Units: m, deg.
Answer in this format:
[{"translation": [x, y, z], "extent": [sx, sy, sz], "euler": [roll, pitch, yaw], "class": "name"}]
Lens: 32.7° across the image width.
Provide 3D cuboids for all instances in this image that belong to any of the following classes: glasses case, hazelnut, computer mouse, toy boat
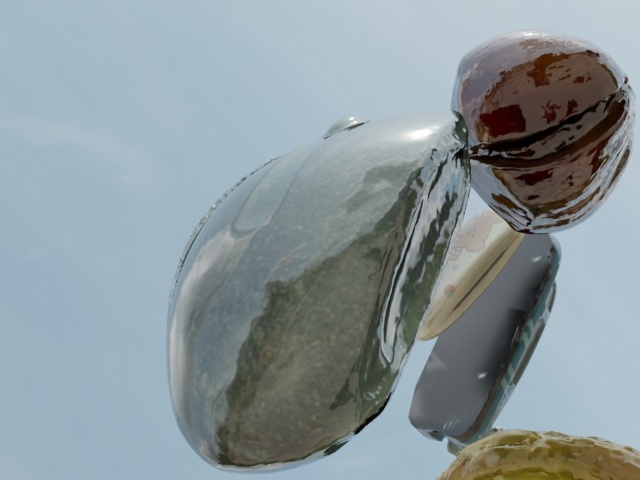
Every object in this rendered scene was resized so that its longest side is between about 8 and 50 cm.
[{"translation": [0.167, 0.038, 1.307], "extent": [0.204, 0.081, 0.051], "euler": [-48, -56, -13], "class": "glasses case"}, {"translation": [0.211, -0.105, 1.028], "extent": [0.178, 0.178, 0.204], "euler": [-27, -68, -5], "class": "hazelnut"}, {"translation": [0.000, -0.003, 0.776], "extent": [0.203, 0.374, 0.114], "euler": [-20, -60, 31], "class": "computer mouse"}, {"translation": [0.227, 0.127, 1.360], "extent": [0.092, 0.134, 0.299], "euler": [38, -108, -26], "class": "toy boat"}]

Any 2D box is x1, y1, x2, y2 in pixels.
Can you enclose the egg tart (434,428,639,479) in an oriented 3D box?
[{"translation": [0.213, 0.286, 0.904], "extent": [0.123, 0.294, 0.294], "euler": [-6, -58, -63], "class": "egg tart"}]
